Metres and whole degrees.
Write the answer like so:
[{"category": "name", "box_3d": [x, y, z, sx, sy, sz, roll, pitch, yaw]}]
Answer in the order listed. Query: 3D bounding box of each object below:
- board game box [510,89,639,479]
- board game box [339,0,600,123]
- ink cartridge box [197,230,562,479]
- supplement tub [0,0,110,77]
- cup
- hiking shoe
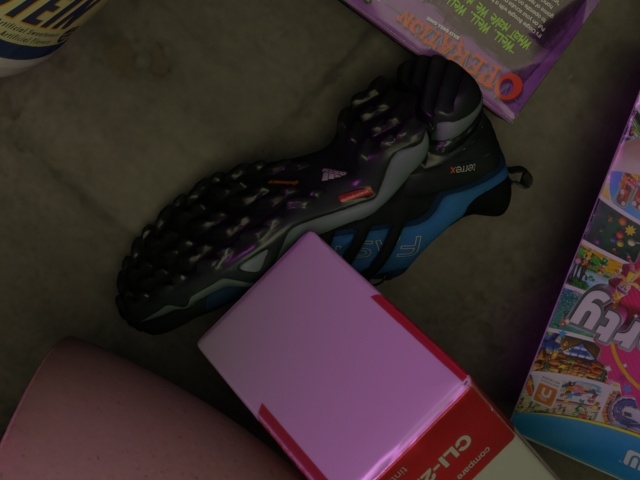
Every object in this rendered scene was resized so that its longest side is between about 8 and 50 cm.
[{"category": "board game box", "box_3d": [0.297, 0.039, 1.031, 0.224, 0.097, 0.303, 22, 100, 16]}, {"category": "board game box", "box_3d": [0.057, -0.264, 0.997, 0.346, 0.056, 0.208, 35, 92, -14]}, {"category": "ink cartridge box", "box_3d": [0.069, 0.147, 0.960, 0.114, 0.197, 0.273, -45, 131, -2]}, {"category": "supplement tub", "box_3d": [-0.147, -0.273, 0.823, 0.325, 0.235, 0.235, -36, 106, 24]}, {"category": "cup", "box_3d": [-0.091, 0.248, 0.883, 0.236, 0.331, 0.331, 15, 100, -1]}, {"category": "hiking shoe", "box_3d": [0.000, 0.000, 1.016, 0.304, 0.113, 0.132, -29, 125, 10]}]
